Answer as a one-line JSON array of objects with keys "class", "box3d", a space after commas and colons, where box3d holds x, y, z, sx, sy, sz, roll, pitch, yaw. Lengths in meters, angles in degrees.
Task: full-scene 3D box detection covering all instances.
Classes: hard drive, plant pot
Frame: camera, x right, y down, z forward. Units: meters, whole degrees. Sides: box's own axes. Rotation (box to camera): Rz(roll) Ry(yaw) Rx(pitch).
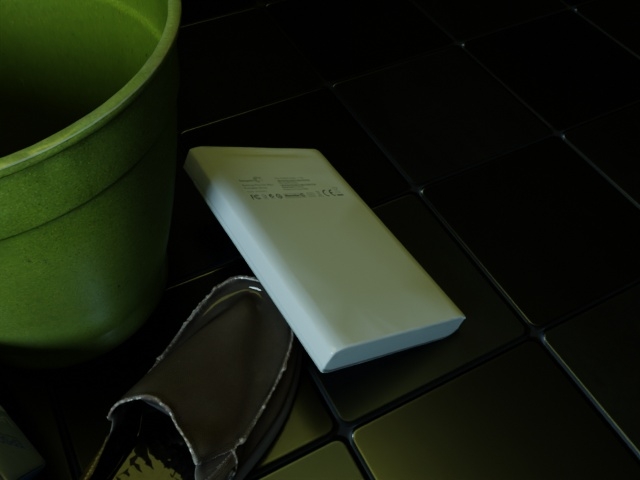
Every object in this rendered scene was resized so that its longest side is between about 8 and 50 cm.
[{"class": "hard drive", "box3d": [0.000, 0.000, 0.716, 0.203, 0.040, 0.307, -6, 47, -41]}, {"class": "plant pot", "box3d": [-0.293, -0.059, 0.604, 0.367, 0.353, 0.366, 1, 52, -1]}]

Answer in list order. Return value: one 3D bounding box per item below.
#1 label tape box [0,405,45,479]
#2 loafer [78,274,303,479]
[{"class": "label tape box", "box3d": [-0.366, 0.227, 0.501, 0.334, 0.106, 0.240, 37, 74, 24]}, {"class": "loafer", "box3d": [-0.115, 0.167, 0.572, 0.134, 0.130, 0.366, 17, 53, 11]}]
